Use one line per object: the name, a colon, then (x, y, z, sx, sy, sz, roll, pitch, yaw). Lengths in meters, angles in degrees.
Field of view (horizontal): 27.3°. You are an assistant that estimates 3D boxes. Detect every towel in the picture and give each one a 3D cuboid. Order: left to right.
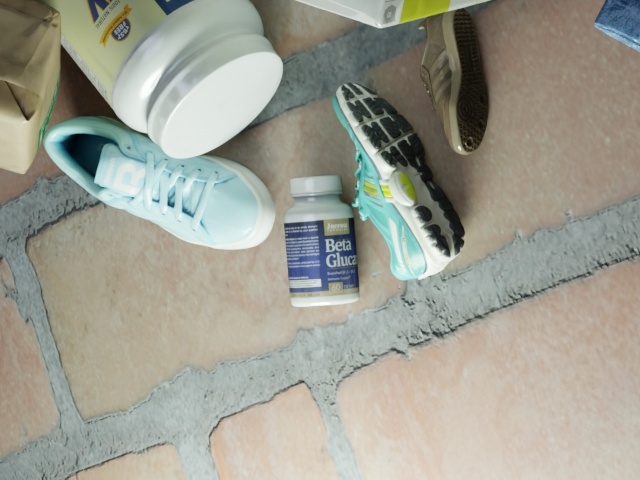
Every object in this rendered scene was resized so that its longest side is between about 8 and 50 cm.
towel: (0.386, -0.256, 1.550, 0.119, 0.029, 0.067, 35, 108, 24)

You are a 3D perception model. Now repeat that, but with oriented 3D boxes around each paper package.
paper package: (-0.505, -0.235, 1.745, 0.309, 0.325, 0.168, 19, 77, -9)

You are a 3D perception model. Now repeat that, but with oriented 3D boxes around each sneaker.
sneaker: (-0.241, -0.077, 1.851, 0.366, 0.150, 0.135, 21, 104, 27)
sneaker: (0.078, -0.076, 1.701, 0.110, 0.107, 0.275, -33, 77, 37)
sneaker: (0.165, -0.199, 1.672, 0.071, 0.066, 0.188, -7, 84, 47)

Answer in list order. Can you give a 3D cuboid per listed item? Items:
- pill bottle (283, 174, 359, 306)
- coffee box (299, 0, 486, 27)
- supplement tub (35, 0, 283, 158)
pill bottle: (0.000, 0.000, 1.749, 0.094, 0.094, 0.169, -4, 91, 30)
coffee box: (0.041, -0.471, 1.529, 0.338, 0.334, 0.337, 23, 117, 28)
supplement tub: (-0.225, -0.295, 1.779, 0.235, 0.235, 0.325, -48, 71, 23)
